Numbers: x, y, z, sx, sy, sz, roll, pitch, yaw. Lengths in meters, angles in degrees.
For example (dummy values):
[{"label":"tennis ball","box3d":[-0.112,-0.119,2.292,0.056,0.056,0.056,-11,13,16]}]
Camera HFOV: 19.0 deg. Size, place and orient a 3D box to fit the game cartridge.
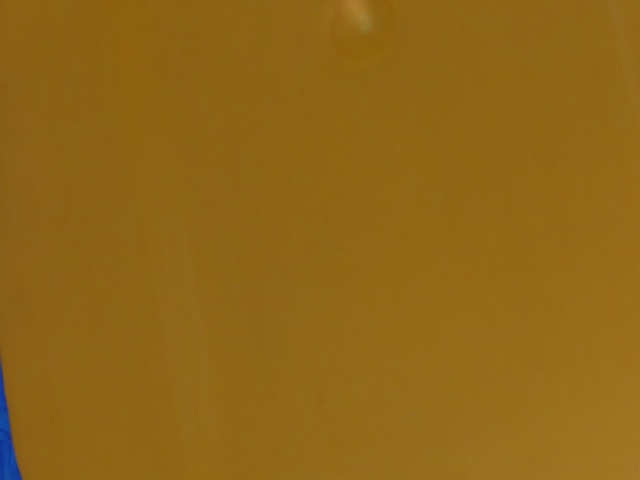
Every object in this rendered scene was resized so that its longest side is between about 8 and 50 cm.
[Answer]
[{"label":"game cartridge","box3d":[0.023,-0.053,0.532,0.285,0.053,0.323,-18,75,28]}]
